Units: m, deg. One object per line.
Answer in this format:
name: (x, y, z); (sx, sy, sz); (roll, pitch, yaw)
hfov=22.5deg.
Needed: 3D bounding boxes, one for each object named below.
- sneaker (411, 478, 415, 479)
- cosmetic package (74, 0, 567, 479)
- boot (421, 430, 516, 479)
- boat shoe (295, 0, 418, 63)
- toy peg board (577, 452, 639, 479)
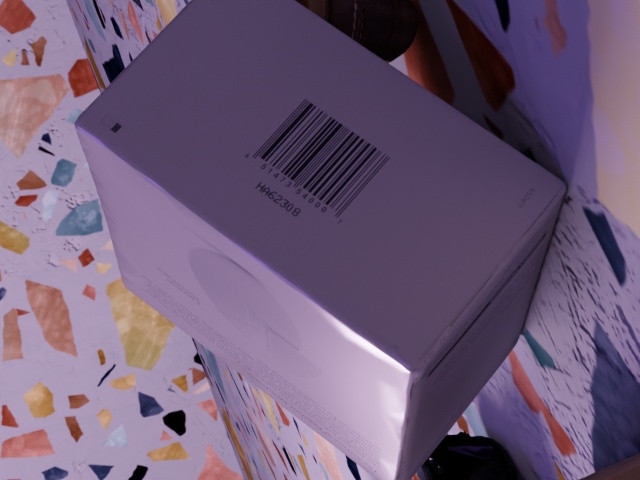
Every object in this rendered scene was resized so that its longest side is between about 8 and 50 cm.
sneaker: (0.099, 0.361, 1.469); (0.152, 0.114, 0.305); (35, -147, -45)
cosmetic package: (0.000, 0.000, 0.918); (0.224, 0.138, 0.224); (36, 160, 14)
boot: (0.117, 0.266, 1.122); (0.246, 0.094, 0.207); (-79, -31, -69)
boat shoe: (0.004, -0.123, 1.012); (0.207, 0.073, 0.073); (-164, 76, -76)
toy peg board: (0.131, 0.198, 0.830); (0.079, 0.161, 0.161); (-151, 39, -78)
